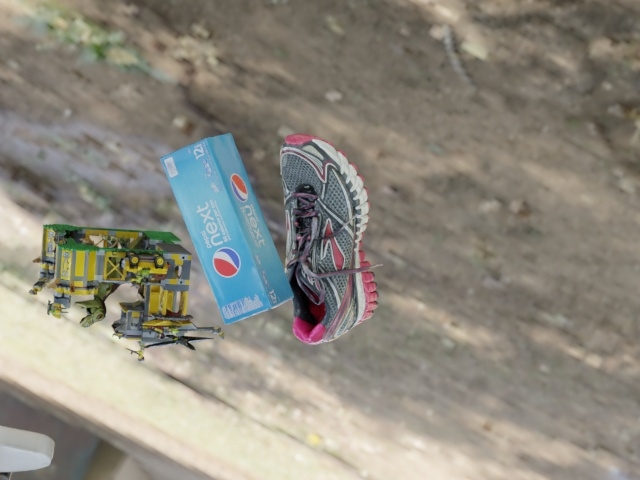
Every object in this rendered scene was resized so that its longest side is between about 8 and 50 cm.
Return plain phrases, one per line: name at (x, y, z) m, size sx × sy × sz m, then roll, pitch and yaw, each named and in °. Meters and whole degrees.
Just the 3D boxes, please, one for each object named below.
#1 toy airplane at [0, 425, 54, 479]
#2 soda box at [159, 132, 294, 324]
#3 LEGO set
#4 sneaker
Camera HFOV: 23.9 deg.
toy airplane at (-0.407, 0.310, 1.592) m, size 0.386 × 0.272 × 0.384 m, roll -1°, pitch 159°, yaw 31°
soda box at (-0.108, -0.014, 1.760) m, size 0.067 × 0.210 × 0.071 m, roll -20°, pitch -179°, yaw 24°
LEGO set at (-0.305, 0.092, 2.235) m, size 0.255 × 0.192 × 0.331 m, roll 2°, pitch -173°, yaw -24°
sneaker at (0.000, 0.000, 2.011) m, size 0.121 × 0.112 × 0.299 m, roll 11°, pitch 123°, yaw 43°
